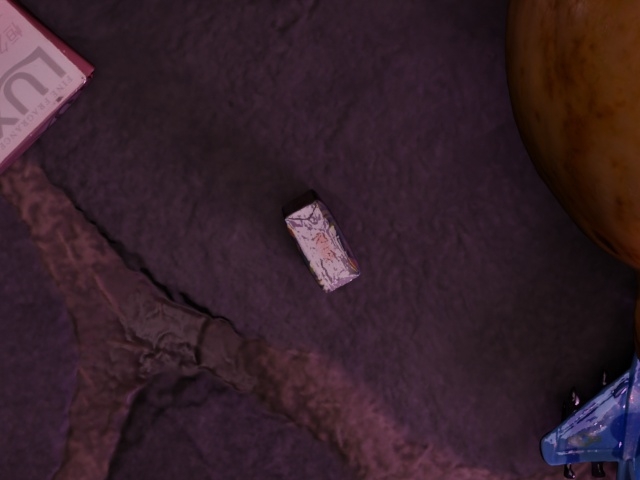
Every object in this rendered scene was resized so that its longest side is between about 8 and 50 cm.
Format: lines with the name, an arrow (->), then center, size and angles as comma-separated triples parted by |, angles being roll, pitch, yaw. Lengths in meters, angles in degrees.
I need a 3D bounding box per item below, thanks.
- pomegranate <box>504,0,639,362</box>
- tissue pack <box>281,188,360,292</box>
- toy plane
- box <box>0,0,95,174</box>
pomegranate -> 0.288, -0.094, 0.948 | 0.410, 0.410, 0.410 | 0, 98, -3
tissue pack -> 0.000, 0.000, 1.083 | 0.035, 0.083, 0.063 | -28, 98, -1
toy plane -> 0.245, 0.096, 1.117 | 0.169, 0.078, 0.246 | 3, 91, -4
box -> -0.245, -0.099, 1.070 | 0.111, 0.060, 0.156 | 44, 94, -9
